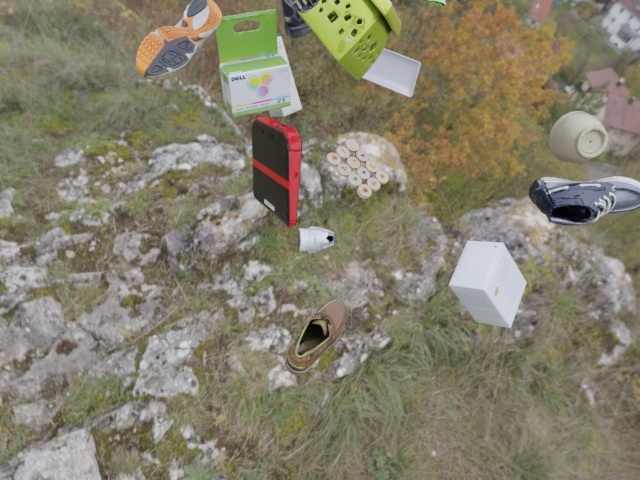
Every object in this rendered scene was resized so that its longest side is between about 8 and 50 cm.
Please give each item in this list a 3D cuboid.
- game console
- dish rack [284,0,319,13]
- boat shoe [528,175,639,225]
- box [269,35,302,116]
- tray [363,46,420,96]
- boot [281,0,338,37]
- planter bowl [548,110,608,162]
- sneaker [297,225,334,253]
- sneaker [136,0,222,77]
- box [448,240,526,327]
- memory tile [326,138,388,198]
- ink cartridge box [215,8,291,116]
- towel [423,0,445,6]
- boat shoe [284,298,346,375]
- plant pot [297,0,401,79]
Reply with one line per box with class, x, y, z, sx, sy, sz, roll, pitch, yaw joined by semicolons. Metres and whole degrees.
game console;-0.168;-0.267;1.834;0.060;0.342;0.386;-10;26;-24
dish rack;-0.004;-0.633;1.039;0.208;0.271;0.074;46;4;-42
boat shoe;0.798;-0.101;1.433;0.340;0.127;0.158;0;35;4
box;-0.169;-0.612;1.858;0.094;0.275;0.113;-30;26;-27
tray;0.282;-0.699;2.013;0.270;0.145;0.030;32;41;26
boot;-0.023;-1.010;1.754;0.146;0.445;0.367;26;55;36
planter bowl;0.812;-0.312;1.527;0.162;0.162;0.109;15;19;-13
sneaker;0.000;0.000;1.923;0.129;0.297;0.111;-1;94;12
sneaker;-0.341;-0.466;1.189;0.099;0.121;0.262;44;64;-13
box;0.392;0.101;1.146;0.170;0.091;0.130;47;62;-35
memory tile;0.093;-0.179;1.216;0.148;0.012;0.113;47;55;7
ink cartridge box;-0.191;-0.505;1.415;0.188;0.255;0.097;-17;47;-17
towel;0.295;-0.726;1.364;0.113;0.023;0.152;3;73;-20
boat shoe;0.004;0.285;1.544;0.110;0.104;0.307;28;48;10
plant pot;0.092;-0.632;1.408;0.227;0.207;0.228;54;19;8
